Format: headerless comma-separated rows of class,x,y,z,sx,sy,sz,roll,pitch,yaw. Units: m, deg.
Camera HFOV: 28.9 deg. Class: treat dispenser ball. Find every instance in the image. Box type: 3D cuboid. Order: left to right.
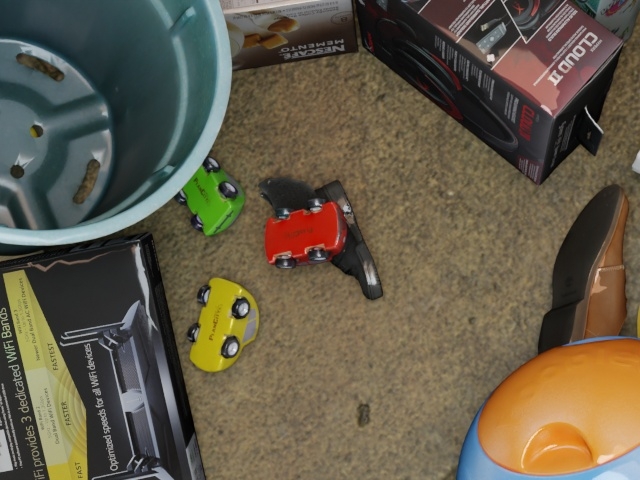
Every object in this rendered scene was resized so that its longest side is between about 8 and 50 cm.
treat dispenser ball,0.267,0.230,1.121,0.288,0.288,0.288,-1,74,5

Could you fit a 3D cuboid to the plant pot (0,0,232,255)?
plant pot,-0.292,-0.135,1.206,0.341,0.334,0.341,3,79,-18

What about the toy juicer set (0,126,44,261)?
toy juicer set,-0.409,-0.057,1.379,0.209,0.089,0.328,-15,84,-20

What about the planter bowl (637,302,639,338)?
planter bowl,0.435,0.082,1.251,0.217,0.090,0.217,-2,74,5

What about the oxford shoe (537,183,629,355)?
oxford shoe,0.289,0.044,1.296,0.076,0.076,0.212,24,74,-20

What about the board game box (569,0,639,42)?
board game box,0.232,-0.317,1.268,0.097,0.303,0.224,-41,75,-7

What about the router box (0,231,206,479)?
router box,-0.258,0.166,1.241,0.243,0.081,0.308,-11,96,2

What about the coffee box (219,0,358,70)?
coffee box,-0.089,-0.259,1.367,0.247,0.141,0.098,-8,74,2

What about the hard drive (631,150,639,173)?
hard drive,0.509,-0.086,1.300,0.308,0.040,0.203,29,68,12

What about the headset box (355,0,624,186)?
headset box,0.178,-0.194,1.283,0.293,0.218,0.110,41,83,14

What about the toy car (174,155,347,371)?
toy car,-0.084,-0.006,1.319,0.239,0.053,0.225,-47,56,22

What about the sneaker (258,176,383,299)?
sneaker,0.000,-0.001,1.335,0.089,0.051,0.170,-21,69,-1
